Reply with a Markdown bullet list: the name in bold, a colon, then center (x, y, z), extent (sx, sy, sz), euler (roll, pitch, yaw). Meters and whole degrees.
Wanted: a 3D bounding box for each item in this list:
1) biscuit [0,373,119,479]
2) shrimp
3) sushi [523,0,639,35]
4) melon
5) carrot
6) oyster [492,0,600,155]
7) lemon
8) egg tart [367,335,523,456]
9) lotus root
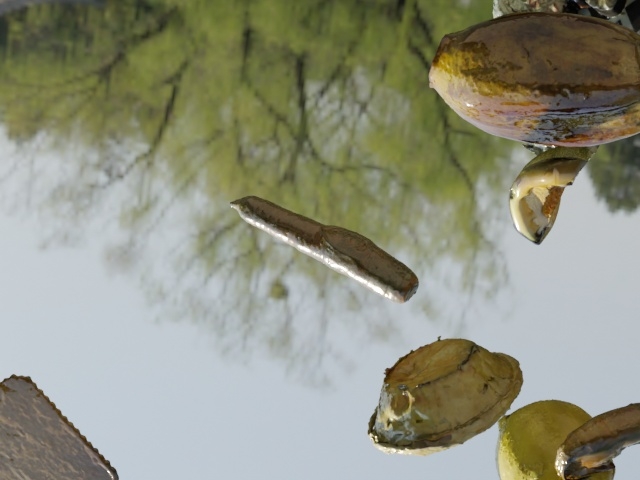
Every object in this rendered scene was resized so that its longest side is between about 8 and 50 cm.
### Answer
- **biscuit**: center (-0.439, 0.323, 1.926), extent (0.232, 0.237, 0.013), euler (-32, -162, 18)
- **shrimp**: center (0.438, 0.262, 1.861), extent (0.262, 0.117, 0.066), euler (-15, -125, -16)
- **sushi**: center (0.460, -0.426, 2.185), extent (0.059, 0.294, 0.292), euler (24, -165, -41)
- **melon**: center (0.321, -0.085, 1.893), extent (0.079, 0.160, 0.128), euler (28, -142, 9)
- **carrot**: center (0.000, 0.001, 2.040), extent (0.342, 0.070, 0.070), euler (27, -159, 23)
- **oyster**: center (0.349, -0.245, 2.045), extent (0.199, 0.252, 0.087), euler (9, 179, 27)
- **lemon**: center (0.346, 0.328, 1.960), extent (0.173, 0.173, 0.206), euler (0, -142, -32)
- **egg tart**: center (0.144, 0.181, 1.619), extent (0.212, 0.090, 0.212), euler (-25, -167, 6)
- **lotus root**: center (0.290, -0.224, 1.745), extent (0.291, 0.193, 0.193), euler (3, -167, 12)
